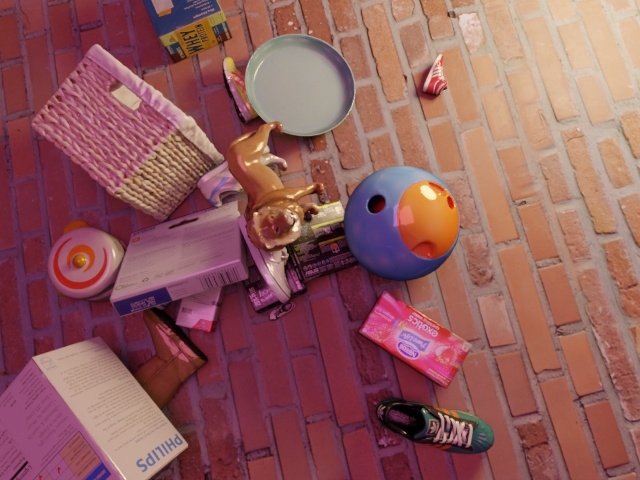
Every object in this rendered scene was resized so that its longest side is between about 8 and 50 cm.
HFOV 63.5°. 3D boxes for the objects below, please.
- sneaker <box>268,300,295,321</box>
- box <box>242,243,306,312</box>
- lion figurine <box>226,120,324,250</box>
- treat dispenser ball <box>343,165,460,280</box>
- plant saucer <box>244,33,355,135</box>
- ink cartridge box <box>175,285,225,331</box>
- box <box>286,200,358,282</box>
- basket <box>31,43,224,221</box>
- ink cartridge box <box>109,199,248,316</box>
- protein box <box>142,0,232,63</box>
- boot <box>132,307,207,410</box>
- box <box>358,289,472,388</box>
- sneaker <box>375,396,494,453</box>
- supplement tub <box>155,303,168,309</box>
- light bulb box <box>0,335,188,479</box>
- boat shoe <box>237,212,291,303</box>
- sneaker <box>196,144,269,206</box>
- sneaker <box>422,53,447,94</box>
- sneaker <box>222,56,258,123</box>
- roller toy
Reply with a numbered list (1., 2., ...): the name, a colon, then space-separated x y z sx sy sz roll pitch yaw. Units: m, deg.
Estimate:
1. sneaker: -0.107 0.188 1.392 0.083 0.037 0.032 -35 81 -2
2. box: -0.139 0.085 1.393 0.147 0.077 0.180 -25 78 -2
3. lion figurine: -0.143 -0.145 1.304 0.240 0.142 0.392 -19 59 -33
4. treat dispenser ball: 0.202 -0.043 1.295 0.288 0.288 0.288 -1 79 3
5. plant saucer: -0.058 -0.440 1.484 0.317 0.044 0.318 2 77 -10
6. ink cartridge box: -0.321 0.172 1.397 0.099 0.056 0.135 12 80 5
7. box: 0.000 0.000 1.383 0.190 0.045 0.184 -17 74 -26
8. basket: -0.488 -0.262 1.358 0.328 0.331 0.266 39 85 10
9. ink cartridge box: -0.355 0.035 1.351 0.324 0.330 0.071 -17 120 0
10. protein box: -0.401 -0.679 1.534 0.200 0.136 0.201 -24 78 -2
11. boot: -0.467 0.337 1.358 0.269 0.089 0.236 -44 78 -4
12. box: 0.234 0.250 1.315 0.257 0.122 0.128 32 83 9
13. sneaker: 0.283 0.462 1.270 0.302 0.121 0.108 12 80 5
14. supplement tub: -0.424 0.127 1.405 0.071 0.071 0.107 33 82 9
15. light bulb box: -0.578 0.490 1.211 0.361 0.225 0.358 47 106 10
16. boat shoe: -0.125 0.031 1.315 0.084 0.095 0.258 -28 79 2
17. sneaker: -0.231 -0.188 1.456 0.228 0.087 0.092 -36 88 -1
18. sneaker: 0.347 -0.477 1.497 0.067 0.042 0.118 23 88 11
19. sneaker: -0.223 -0.445 1.513 0.094 0.081 0.208 -22 84 -10
20. roller toy: -0.616 0.063 1.390 0.191 0.146 0.209 16 79 6
